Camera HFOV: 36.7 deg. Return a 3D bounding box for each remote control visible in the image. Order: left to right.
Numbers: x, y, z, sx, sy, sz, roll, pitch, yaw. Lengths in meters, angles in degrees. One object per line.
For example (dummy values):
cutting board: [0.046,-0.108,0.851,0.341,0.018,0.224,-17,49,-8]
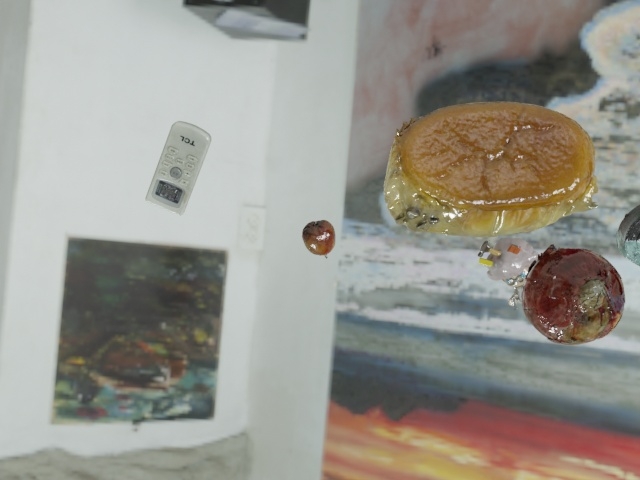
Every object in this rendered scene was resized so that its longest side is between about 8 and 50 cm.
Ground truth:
remote control: [-0.291,-0.150,1.984,0.088,0.190,0.029,24,-162,-1]

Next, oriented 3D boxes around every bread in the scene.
bread: [0.309,-0.136,1.784,0.389,0.236,0.183,-6,149,-8]

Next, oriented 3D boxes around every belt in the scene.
belt: [0.753,-0.014,2.125,0.198,0.151,0.078,-21,-166,7]

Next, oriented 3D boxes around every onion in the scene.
onion: [0.442,0.090,1.665,0.184,0.184,0.147,5,165,-3]

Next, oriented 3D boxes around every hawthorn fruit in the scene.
hawthorn fruit: [-0.001,-0.006,2.006,0.077,0.077,0.077,5,179,0]

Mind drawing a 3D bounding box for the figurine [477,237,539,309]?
figurine: [0.483,0.075,2.358,0.137,0.229,0.112,-27,-167,36]
